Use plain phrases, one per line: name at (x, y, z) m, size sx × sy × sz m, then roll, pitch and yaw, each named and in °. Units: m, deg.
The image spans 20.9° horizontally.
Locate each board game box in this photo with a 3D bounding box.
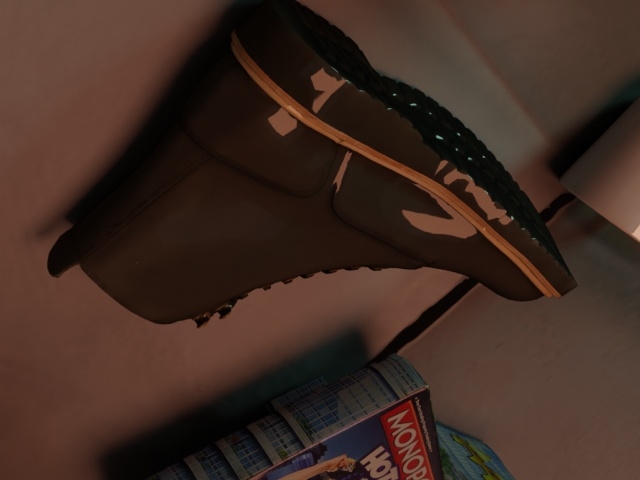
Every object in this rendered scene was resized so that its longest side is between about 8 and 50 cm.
board game box at (0.008, 0.131, 0.833) m, size 0.194 × 0.060 × 0.194 m, roll -27°, pitch 138°, yaw -13°

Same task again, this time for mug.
mug at (0.149, -0.036, 0.788) m, size 0.062 × 0.078 × 0.064 m, roll 33°, pitch 98°, yaw -14°

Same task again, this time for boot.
boot at (0.000, 0.000, 0.704) m, size 0.137 × 0.077 × 0.198 m, roll -44°, pitch 126°, yaw 15°
